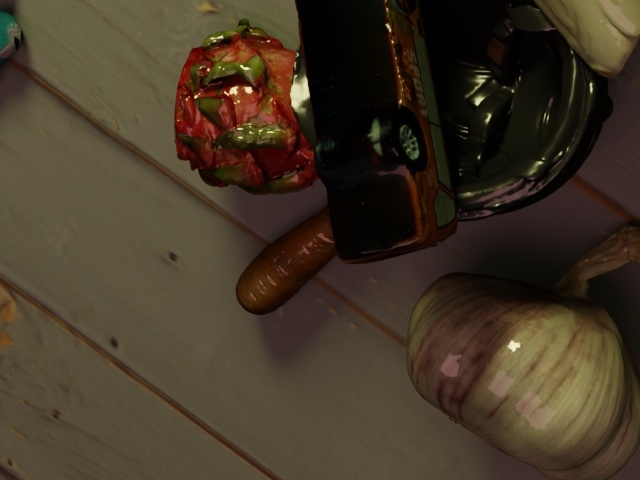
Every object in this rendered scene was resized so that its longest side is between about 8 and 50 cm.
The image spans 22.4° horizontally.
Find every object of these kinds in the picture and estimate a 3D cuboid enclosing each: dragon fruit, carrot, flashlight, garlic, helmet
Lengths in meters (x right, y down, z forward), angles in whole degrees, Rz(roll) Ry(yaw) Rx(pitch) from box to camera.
[{"bbox_3d":[-0.048,-0.127,1.535,0.172,0.160,0.166,9,86,4],"label":"dragon fruit"},{"bbox_3d":[0.000,0.000,1.635,0.059,0.059,0.248,48,123,-6],"label":"carrot"},{"bbox_3d":[-0.356,-0.192,1.697,0.051,0.051,0.129,46,131,-5],"label":"flashlight"},{"bbox_3d":[0.223,0.083,1.503,0.245,0.245,0.253,38,95,1],"label":"garlic"},{"bbox_3d":[0.128,-0.129,1.424,0.279,0.160,0.230,11,90,29],"label":"helmet"}]

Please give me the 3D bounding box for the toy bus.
[{"bbox_3d":[0.033,-0.182,1.341,0.093,0.092,0.408,-15,76,29],"label":"toy bus"}]

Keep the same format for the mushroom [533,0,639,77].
[{"bbox_3d":[0.151,-0.326,1.297,0.407,0.154,0.137,49,169,1],"label":"mushroom"}]
